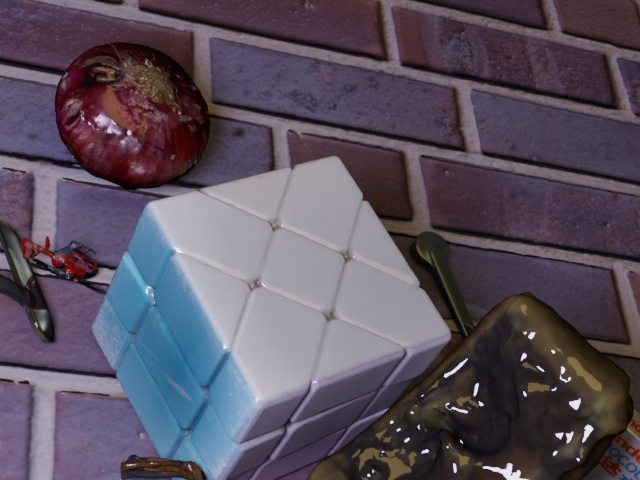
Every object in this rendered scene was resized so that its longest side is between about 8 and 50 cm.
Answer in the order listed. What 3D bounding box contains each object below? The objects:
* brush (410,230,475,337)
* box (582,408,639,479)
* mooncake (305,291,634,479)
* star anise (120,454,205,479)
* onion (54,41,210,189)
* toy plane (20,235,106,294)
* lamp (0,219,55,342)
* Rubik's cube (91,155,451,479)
[{"bbox_3d":[0.216,0.103,2.113,0.062,0.027,0.266,-9,64,-30],"label":"brush"},{"bbox_3d":[0.450,0.381,1.851,0.273,0.265,0.048,43,50,10],"label":"box"},{"bbox_3d":[0.204,0.261,1.701,0.246,0.394,0.393,46,46,6],"label":"mooncake"},{"bbox_3d":[-0.157,0.397,1.602,0.237,0.148,0.346,-5,42,-36],"label":"star anise"},{"bbox_3d":[-0.287,-0.186,1.984,0.246,0.190,0.246,26,47,-32],"label":"onion"},{"bbox_3d":[-0.364,0.029,1.860,0.145,0.037,0.060,30,44,-38],"label":"toy plane"},{"bbox_3d":[-0.501,0.042,1.759,0.283,0.124,0.203,-4,48,-31],"label":"lamp"},{"bbox_3d":[-0.076,0.121,1.766,0.318,0.316,0.322,-17,65,-34],"label":"Rubik's cube"}]
